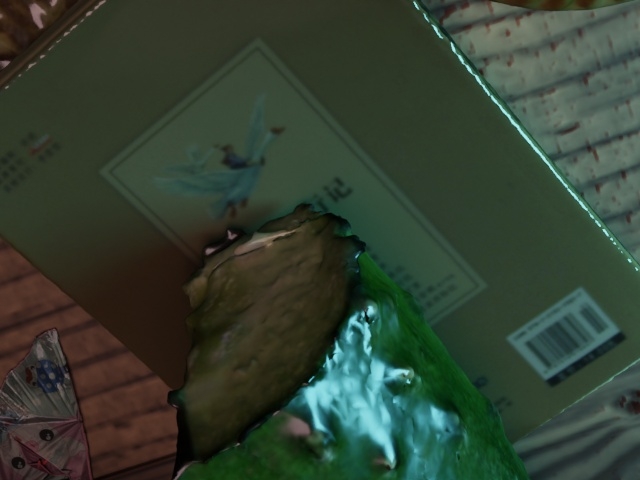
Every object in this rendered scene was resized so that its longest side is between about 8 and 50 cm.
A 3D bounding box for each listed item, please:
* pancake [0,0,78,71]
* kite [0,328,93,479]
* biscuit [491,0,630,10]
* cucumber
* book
[{"bbox_3d":[-0.140,-0.139,0.553,0.288,0.033,0.286,6,114,0],"label":"pancake"},{"bbox_3d":[-0.183,0.092,0.660,0.152,0.005,0.137,38,108,-12],"label":"kite"},{"bbox_3d":[0.095,-0.221,0.484,0.259,0.079,0.259,0,112,0],"label":"biscuit"},{"bbox_3d":[0.051,0.144,0.587,0.105,0.145,0.325,-21,123,16],"label":"cucumber"},{"bbox_3d":[0.000,0.000,0.587,0.217,0.021,0.310,-37,115,16],"label":"book"}]
